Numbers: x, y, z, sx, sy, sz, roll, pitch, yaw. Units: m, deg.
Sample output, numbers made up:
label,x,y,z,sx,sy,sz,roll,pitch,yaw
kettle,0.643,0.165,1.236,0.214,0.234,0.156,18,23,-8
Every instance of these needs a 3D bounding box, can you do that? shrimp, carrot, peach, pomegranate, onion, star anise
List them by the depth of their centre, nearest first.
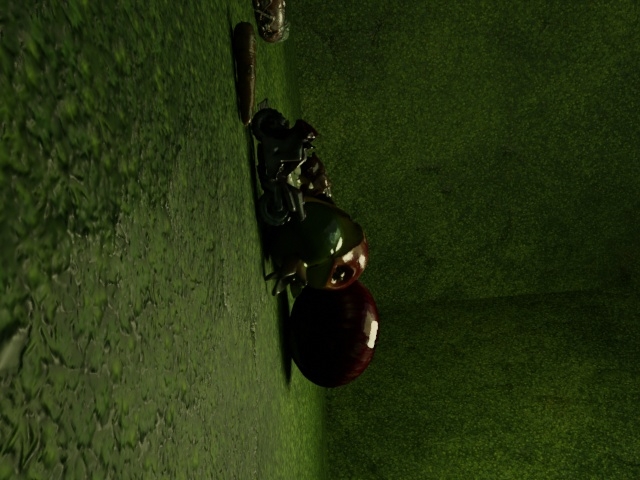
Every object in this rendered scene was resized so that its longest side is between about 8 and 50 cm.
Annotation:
label,x,y,z,sx,sy,sz,roll,pitch,yaw
carrot,-0.117,-0.263,0.832,0.035,0.036,0.164,-21,108,-88
pomegranate,-0.035,0.019,1.012,0.152,0.131,0.191,-40,-153,45
shrimp,-0.113,-0.520,1.157,0.190,0.073,0.074,93,-10,-61
peach,0.000,0.007,1.227,0.267,0.159,0.153,40,-50,39
onion,0.053,0.222,1.285,0.273,0.285,0.272,-32,-133,41
star anise,-0.025,-0.087,1.537,0.315,0.108,0.315,171,-90,-67

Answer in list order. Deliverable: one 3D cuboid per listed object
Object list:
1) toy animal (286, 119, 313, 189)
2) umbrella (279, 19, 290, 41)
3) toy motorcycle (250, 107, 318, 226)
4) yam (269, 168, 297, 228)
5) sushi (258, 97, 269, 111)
label,x,y,z,sx,sy,sz,roll,pitch,yaw
toy animal,-0.078,-0.199,1.414,0.099,0.057,0.241,2,-75,55
umbrella,-0.113,-0.549,1.385,0.062,0.067,0.143,42,25,-15
toy motorcycle,-0.060,-0.132,0.952,0.082,0.123,0.213,164,-77,-78
yam,-0.078,-0.095,1.095,0.068,0.069,0.169,-92,178,-58
sushi,-0.095,-0.210,1.210,0.231,0.047,0.219,-91,176,-71
